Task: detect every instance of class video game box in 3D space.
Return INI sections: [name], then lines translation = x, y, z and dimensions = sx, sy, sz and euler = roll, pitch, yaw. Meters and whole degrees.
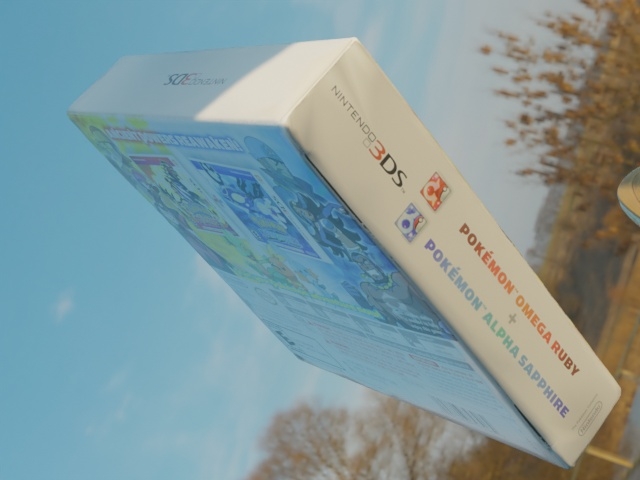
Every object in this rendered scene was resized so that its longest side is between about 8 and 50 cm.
[video game box]
translation = 0.000, 0.000, 0.453
dimensions = 0.187, 0.205, 0.048
euler = 47, -108, -28

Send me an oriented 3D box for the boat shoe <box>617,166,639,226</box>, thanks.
[boat shoe]
translation = 0.240, 0.010, 0.592
dimensions = 0.063, 0.170, 0.059
euler = -40, -44, -18
